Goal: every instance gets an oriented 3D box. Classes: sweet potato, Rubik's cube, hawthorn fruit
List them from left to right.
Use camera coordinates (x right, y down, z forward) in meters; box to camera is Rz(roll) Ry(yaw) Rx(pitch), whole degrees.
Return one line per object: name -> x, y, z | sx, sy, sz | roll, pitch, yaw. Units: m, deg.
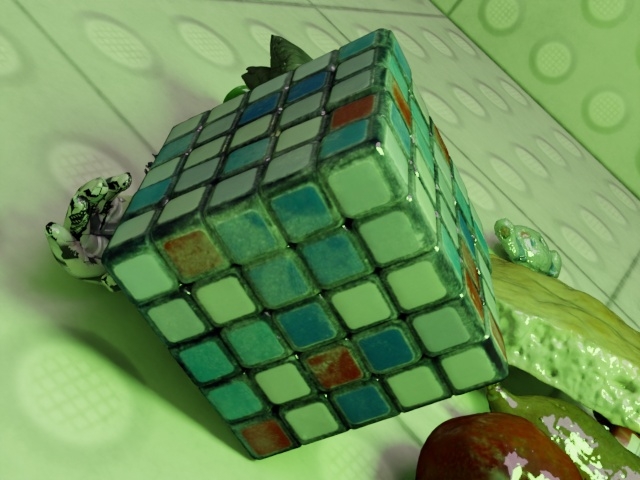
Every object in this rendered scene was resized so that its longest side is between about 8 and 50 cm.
Rubik's cube -> 0.000, 0.000, 0.882 | 0.287, 0.293, 0.292 | 59, 19, -27
hawthorn fruit -> 0.191, 0.275, 0.948 | 0.185, 0.185, 0.202 | 36, 11, -10
sweet potato -> 0.352, 0.317, 1.125 | 0.370, 0.158, 0.158 | 37, 27, 8

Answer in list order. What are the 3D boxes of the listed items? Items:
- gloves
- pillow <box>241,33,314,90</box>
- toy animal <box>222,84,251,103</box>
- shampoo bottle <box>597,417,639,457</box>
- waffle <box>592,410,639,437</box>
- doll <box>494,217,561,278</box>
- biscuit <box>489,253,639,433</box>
gloves -> -0.218, -0.001, 0.901 | 0.212, 0.111, 0.127 | 1, 75, -56
pillow -> 0.037, -0.126, 1.190 | 0.326, 0.101, 0.228 | 37, 20, -31
toy animal -> -0.077, -0.145, 1.310 | 0.208, 0.100, 0.103 | 46, 3, 26
shampoo bottle -> 0.498, 0.386, 1.238 | 0.278, 0.104, 0.104 | 42, 28, 3
waffle -> 0.535, 0.326, 1.312 | 0.245, 0.052, 0.254 | 45, -8, -28
doll -> 0.416, 0.022, 1.702 | 0.214, 0.071, 0.103 | 31, 40, -36
biscuit -> 0.351, 0.121, 1.311 | 0.429, 0.104, 0.446 | 28, 15, 21
